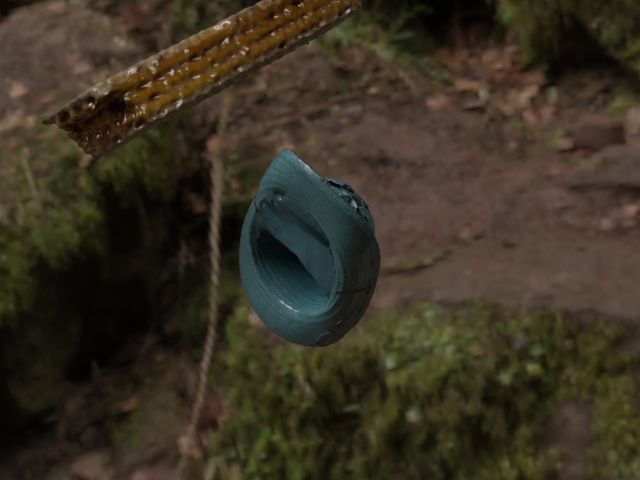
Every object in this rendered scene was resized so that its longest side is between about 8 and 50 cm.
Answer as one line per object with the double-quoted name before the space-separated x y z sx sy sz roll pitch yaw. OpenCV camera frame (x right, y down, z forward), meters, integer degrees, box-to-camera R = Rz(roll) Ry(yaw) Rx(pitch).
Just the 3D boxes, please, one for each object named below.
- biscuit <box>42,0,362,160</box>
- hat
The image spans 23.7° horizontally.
"biscuit" -0.088 -0.170 1.395 0.094 0.054 0.378 -26 7 44
"hat" 0.000 0.000 1.278 0.078 0.191 0.138 -26 63 -36
